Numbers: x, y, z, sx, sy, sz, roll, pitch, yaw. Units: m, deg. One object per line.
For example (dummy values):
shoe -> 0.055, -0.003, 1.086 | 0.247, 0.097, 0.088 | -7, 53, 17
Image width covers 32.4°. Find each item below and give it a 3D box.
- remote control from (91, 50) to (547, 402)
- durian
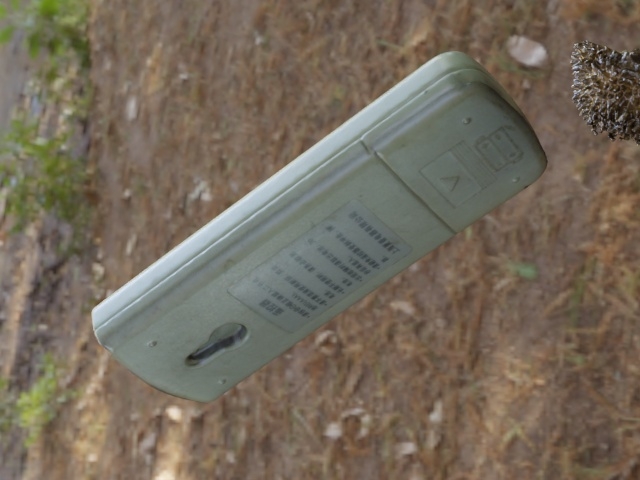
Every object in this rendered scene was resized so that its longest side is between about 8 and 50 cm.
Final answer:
remote control -> 0.000, 0.000, 0.550 | 0.233, 0.098, 0.038 | -36, 50, 14
durian -> 0.233, -0.107, 0.826 | 0.110, 0.140, 0.071 | 22, 97, 20
